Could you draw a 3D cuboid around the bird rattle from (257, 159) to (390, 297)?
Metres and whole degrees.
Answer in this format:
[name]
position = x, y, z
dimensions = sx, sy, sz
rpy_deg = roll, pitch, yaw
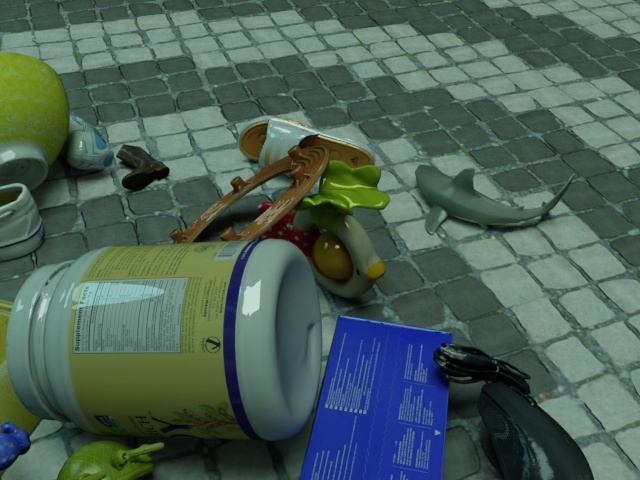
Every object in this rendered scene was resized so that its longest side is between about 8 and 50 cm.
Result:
[bird rattle]
position = 0.000, 0.000, 1.171
dimensions = 0.143, 0.253, 0.206
rpy_deg = -30, 87, -40

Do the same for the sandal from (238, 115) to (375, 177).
[sandal]
position = -0.031, -0.162, 1.424
dimensions = 0.266, 0.101, 0.076
rpy_deg = 11, 38, 8

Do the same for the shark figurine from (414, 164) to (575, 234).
[shark figurine]
position = 0.288, -0.082, 1.336
dimensions = 0.279, 0.116, 0.166
rpy_deg = 13, 43, 16

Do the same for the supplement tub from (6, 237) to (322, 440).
[supplement tub]
position = -0.183, 0.122, 0.949
dimensions = 0.332, 0.241, 0.241
rpy_deg = -3, 38, 16

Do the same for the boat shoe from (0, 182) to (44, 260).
[boat shoe]
position = -0.633, -0.024, 1.195
dimensions = 0.367, 0.156, 0.135
rpy_deg = -12, 42, -16

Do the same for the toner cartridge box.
[toner cartridge box]
position = 0.071, 0.250, 0.959
dimensions = 0.165, 0.075, 0.347
rpy_deg = 8, 40, 8

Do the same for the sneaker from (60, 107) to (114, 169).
[sneaker]
position = -0.470, -0.197, 1.481
dimensions = 0.086, 0.085, 0.237
rpy_deg = 15, 19, -41

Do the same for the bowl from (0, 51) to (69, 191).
[bowl]
position = -0.552, -0.164, 1.310
dimensions = 0.290, 0.289, 0.156
rpy_deg = -22, 70, -26

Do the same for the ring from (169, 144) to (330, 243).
[ring]
position = -0.130, -0.049, 1.181
dimensions = 0.337, 0.032, 0.336
rpy_deg = -33, 19, 13

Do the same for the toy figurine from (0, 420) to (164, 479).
[toy figurine]
position = -0.380, 0.230, 0.826
dimensions = 0.363, 0.191, 0.217
rpy_deg = -22, 68, -32

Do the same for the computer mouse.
[computer mouse]
position = 0.257, 0.235, 0.936
dimensions = 0.189, 0.072, 0.272
rpy_deg = 23, 33, -38

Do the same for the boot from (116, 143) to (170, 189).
[boot]
position = -0.357, -0.142, 1.437
dimensions = 0.114, 0.037, 0.106
rpy_deg = 35, 37, 29

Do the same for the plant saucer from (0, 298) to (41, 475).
[plant saucer]
position = -0.527, 0.174, 1.024
dimensions = 0.333, 0.080, 0.332
rpy_deg = 11, 41, 12
